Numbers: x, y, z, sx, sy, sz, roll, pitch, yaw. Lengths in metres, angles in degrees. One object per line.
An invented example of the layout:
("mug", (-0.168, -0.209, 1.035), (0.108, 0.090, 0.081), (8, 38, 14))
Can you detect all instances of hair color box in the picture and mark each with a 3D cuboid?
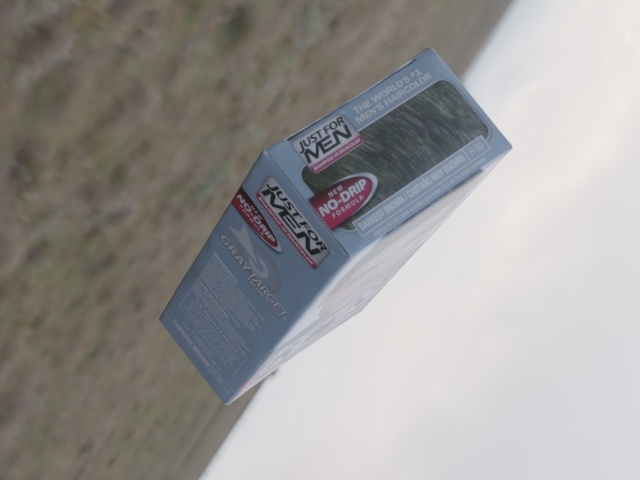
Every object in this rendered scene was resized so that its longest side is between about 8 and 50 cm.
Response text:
("hair color box", (0.000, 0.000, 1.419), (0.185, 0.113, 0.374), (-34, 171, -28))
